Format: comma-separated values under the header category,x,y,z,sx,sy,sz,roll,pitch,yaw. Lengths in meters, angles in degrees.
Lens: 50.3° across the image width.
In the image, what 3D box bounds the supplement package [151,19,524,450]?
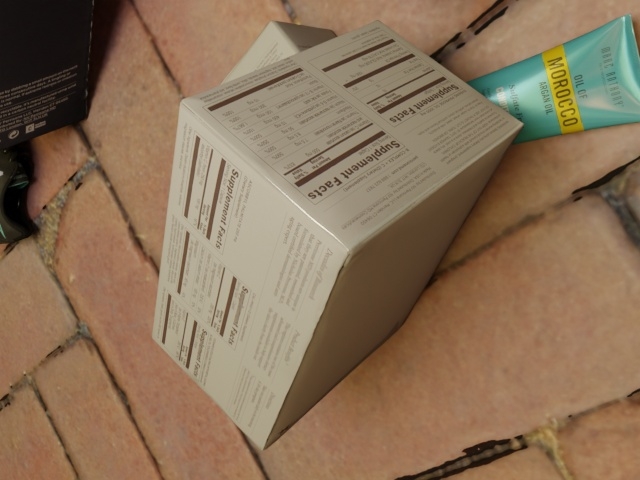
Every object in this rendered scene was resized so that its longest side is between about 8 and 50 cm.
category,x,y,z,sx,sy,sz,roll,pitch,yaw
supplement package,0.000,0.000,0.536,0.145,0.204,0.262,42,140,18

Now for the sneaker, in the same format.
category,x,y,z,sx,sy,sz,roll,pitch,yaw
sneaker,-0.432,-0.123,0.898,0.106,0.101,0.268,4,103,8

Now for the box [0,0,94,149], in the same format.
category,x,y,z,sx,sy,sz,roll,pitch,yaw
box,-0.408,-0.320,0.717,0.343,0.179,0.313,46,140,15

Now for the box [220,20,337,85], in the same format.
category,x,y,z,sx,sy,sz,roll,pitch,yaw
box,-0.022,-0.132,0.623,0.102,0.101,0.087,-43,78,31

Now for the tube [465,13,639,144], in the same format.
category,x,y,z,sx,sy,sz,roll,pitch,yaw
tube,0.153,-0.109,0.558,0.207,0.052,0.080,-13,105,29
